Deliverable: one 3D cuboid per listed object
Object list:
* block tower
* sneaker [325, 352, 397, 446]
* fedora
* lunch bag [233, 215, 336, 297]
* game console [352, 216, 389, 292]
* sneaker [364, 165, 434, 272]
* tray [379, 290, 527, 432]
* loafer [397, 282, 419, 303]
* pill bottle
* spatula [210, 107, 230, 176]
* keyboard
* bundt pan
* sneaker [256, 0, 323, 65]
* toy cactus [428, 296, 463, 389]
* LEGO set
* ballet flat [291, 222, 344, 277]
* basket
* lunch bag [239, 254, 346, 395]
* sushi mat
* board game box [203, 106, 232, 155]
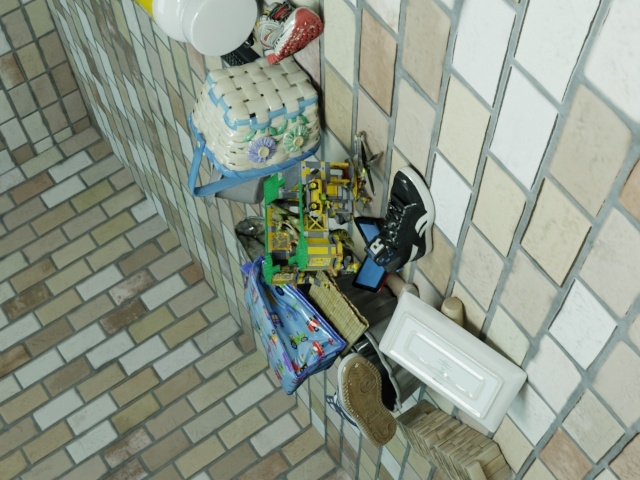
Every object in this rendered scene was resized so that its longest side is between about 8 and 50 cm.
[{"bbox_3d":[0.292,0.457,2.114,0.091,0.097,0.335,63,165,-18],"label":"block tower"},{"bbox_3d":[0.066,0.320,2.067,0.153,0.099,0.282,38,158,46],"label":"sneaker"},{"bbox_3d":[-0.163,-0.167,2.166,0.124,0.244,0.275,25,-179,-3],"label":"fedora"},{"bbox_3d":[-0.083,0.077,2.358,0.287,0.169,0.235,40,164,40],"label":"lunch bag"},{"bbox_3d":[0.093,0.026,1.901,0.124,0.085,0.144,61,164,-13],"label":"game console"},{"bbox_3d":[0.129,-0.020,1.637,0.079,0.121,0.217,44,159,37],"label":"sneaker"},{"bbox_3d":[0.228,0.221,1.722,0.270,0.030,0.145,35,122,23],"label":"tray"},{"bbox_3d":[0.173,0.121,1.924,0.039,0.045,0.125,55,168,36],"label":"loafer"},{"bbox_3d":[-0.266,-0.497,1.807,0.334,0.188,0.188,47,161,32],"label":"pill bottle"},{"bbox_3d":[-0.209,-0.255,2.102,0.019,0.168,0.242,23,154,3],"label":"spatula"},{"bbox_3d":[-0.180,-0.407,2.008,0.317,0.033,0.202,45,160,35],"label":"keyboard"},{"bbox_3d":[0.121,0.208,2.092,0.331,0.124,0.331,52,163,23],"label":"bundt pan"},{"bbox_3d":[-0.066,-0.365,1.636,0.093,0.088,0.225,61,164,-8],"label":"sneaker"},{"bbox_3d":[0.229,0.178,1.784,0.181,0.112,0.219,89,155,-45],"label":"toy cactus"},{"bbox_3d":[0.021,-0.033,1.765,0.331,0.192,0.255,137,130,-65],"label":"LEGO set"},{"bbox_3d":[0.000,0.000,2.174,0.232,0.080,0.073,52,128,52],"label":"ballet flat"},{"bbox_3d":[-0.131,-0.204,1.836,0.201,0.254,0.289,59,156,22],"label":"basket"},{"bbox_3d":[-0.093,0.175,2.122,0.293,0.138,0.221,54,163,11],"label":"lunch bag"},{"bbox_3d":[0.028,0.154,2.007,0.151,0.019,0.316,54,164,10],"label":"sushi mat"},{"bbox_3d":[-0.231,-0.258,2.133,0.039,0.124,0.259,17,-171,-2],"label":"board game box"}]
